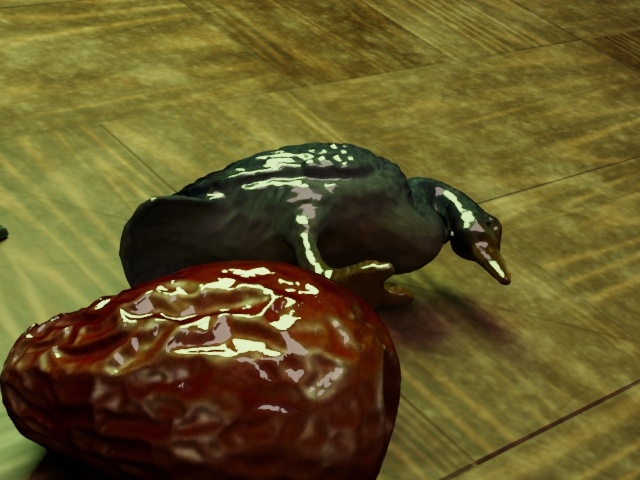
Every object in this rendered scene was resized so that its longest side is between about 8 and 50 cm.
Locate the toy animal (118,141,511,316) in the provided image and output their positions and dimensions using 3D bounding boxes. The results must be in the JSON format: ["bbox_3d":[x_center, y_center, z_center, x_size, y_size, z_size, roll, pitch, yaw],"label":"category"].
[{"bbox_3d":[0.000,0.000,0.907,0.298,0.122,0.185,4,43,-4],"label":"toy animal"}]

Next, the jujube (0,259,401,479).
[{"bbox_3d":[-0.070,0.091,0.718,0.236,0.168,0.168,2,31,8],"label":"jujube"}]

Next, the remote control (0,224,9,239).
[{"bbox_3d":[-0.286,-0.023,0.918,0.091,0.016,0.034,26,29,16],"label":"remote control"}]
